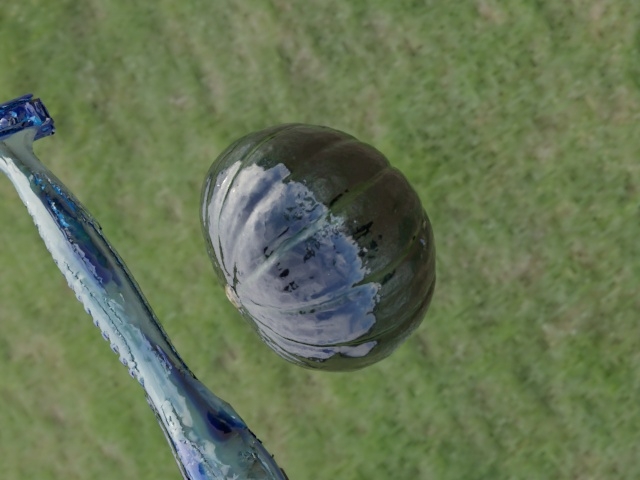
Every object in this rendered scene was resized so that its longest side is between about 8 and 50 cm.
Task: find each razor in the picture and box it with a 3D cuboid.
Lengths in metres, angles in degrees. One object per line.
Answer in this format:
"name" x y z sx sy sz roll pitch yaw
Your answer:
"razor" -0.108 0.024 0.729 0.324 0.093 0.056 47 150 35

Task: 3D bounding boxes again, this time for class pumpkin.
"pumpkin" 0.000 0.000 1.401 0.250 0.216 0.250 29 145 23
